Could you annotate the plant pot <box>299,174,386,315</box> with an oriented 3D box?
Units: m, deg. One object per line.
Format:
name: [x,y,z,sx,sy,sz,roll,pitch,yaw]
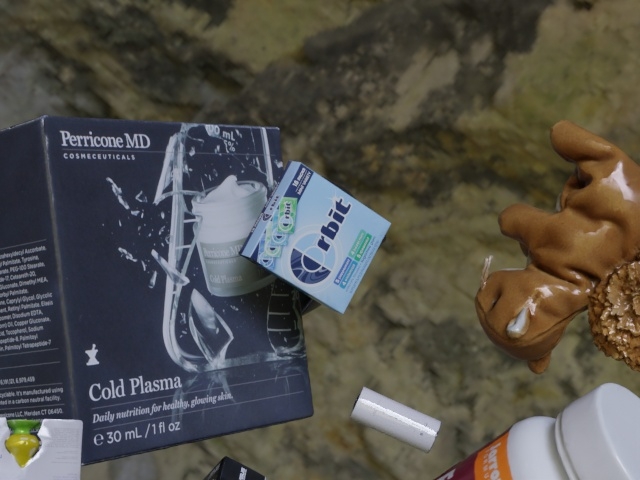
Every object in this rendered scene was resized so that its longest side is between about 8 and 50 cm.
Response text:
plant pot: [0.000,0.000,2.221,0.187,0.188,0.167,51,29,21]

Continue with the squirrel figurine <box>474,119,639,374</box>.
squirrel figurine: [0.465,0.068,2.179,0.397,0.370,0.281,33,-14,29]

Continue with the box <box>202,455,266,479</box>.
box: [-0.169,0.443,1.945,0.077,0.147,0.180,30,-53,-13]

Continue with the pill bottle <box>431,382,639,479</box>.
pill bottle: [0.238,0.350,1.516,0.224,0.392,0.224,37,29,-25]

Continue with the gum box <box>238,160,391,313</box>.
gum box: [-0.006,-0.003,1.860,0.184,0.157,0.041,33,-9,-29]

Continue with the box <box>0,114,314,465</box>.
box: [-0.290,0.075,1.929,0.297,0.471,0.480,-12,-5,40]

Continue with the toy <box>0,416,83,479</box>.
toy: [-0.348,0.323,1.460,0.137,0.237,0.056,6,-12,-24]

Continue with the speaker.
speaker: [0.115,0.278,1.980,0.136,0.055,0.055,24,-13,2]
